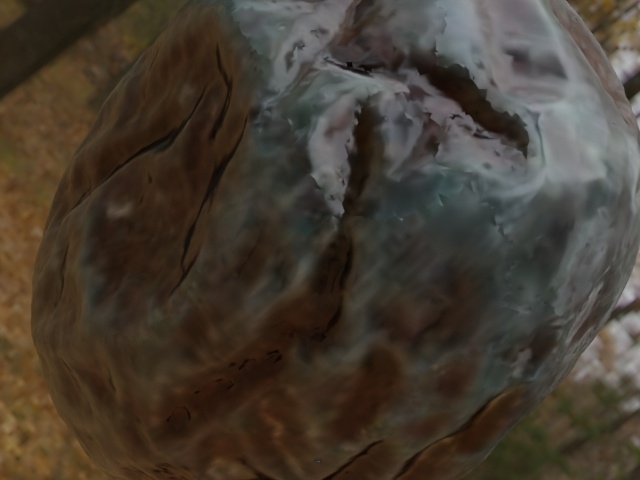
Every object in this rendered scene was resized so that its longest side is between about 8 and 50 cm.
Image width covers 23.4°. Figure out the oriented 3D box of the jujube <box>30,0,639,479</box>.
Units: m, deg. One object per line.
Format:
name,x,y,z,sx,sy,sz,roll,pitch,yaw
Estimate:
jujube,0.008,0.000,0.689,0.215,0.246,0.308,19,-23,-27
